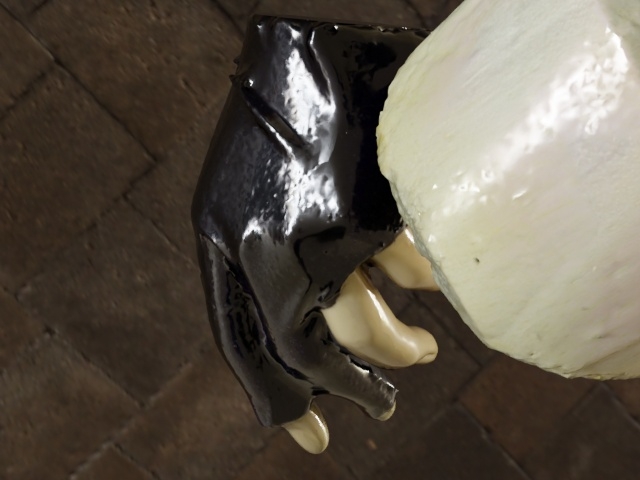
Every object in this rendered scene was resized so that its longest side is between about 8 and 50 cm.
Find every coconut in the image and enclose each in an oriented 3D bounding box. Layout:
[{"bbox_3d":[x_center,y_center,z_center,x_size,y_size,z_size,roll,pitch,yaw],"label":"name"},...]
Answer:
[{"bbox_3d":[0.175,-0.066,0.779,0.239,0.239,0.244,30,127,-33],"label":"coconut"}]

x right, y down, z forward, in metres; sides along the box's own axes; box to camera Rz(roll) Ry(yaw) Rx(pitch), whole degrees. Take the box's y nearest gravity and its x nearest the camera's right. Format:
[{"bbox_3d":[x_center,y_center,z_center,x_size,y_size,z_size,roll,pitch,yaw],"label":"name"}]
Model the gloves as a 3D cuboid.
[{"bbox_3d":[-0.006,-0.003,0.952,0.152,0.197,0.301,-26,116,-31],"label":"gloves"}]
